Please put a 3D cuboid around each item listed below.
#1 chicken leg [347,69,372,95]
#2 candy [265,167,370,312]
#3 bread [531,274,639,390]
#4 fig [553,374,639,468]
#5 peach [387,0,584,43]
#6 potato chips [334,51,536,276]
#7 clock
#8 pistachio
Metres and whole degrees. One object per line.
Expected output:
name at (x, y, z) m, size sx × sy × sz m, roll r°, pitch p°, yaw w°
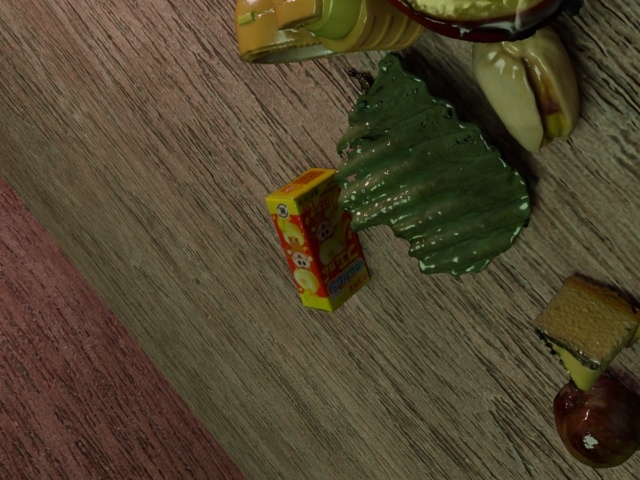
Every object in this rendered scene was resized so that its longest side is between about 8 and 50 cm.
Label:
chicken leg at (0.080, -0.275, 1.157) m, size 0.083 × 0.021 × 0.036 m, roll 52°, pitch 159°, yaw 1°
candy at (0.000, 0.000, 1.373) m, size 0.088 × 0.146 × 0.275 m, roll 8°, pitch 123°, yaw 44°
bread at (0.423, 0.142, 1.038) m, size 0.152 × 0.147 × 0.127 m, roll 41°, pitch 155°, yaw 26°
fig at (0.497, 0.340, 1.127) m, size 0.230 × 0.143 × 0.160 m, roll 55°, pitch -172°, yaw -21°
peach at (0.157, -0.391, 0.790) m, size 0.362 × 0.201 × 0.257 m, roll 24°, pitch 109°, yaw 6°
potato chips at (0.177, -0.106, 1.119) m, size 0.373 × 0.097 × 0.389 m, roll 40°, pitch 148°, yaw 10°
clock at (0.004, -0.365, 0.996) m, size 0.317 × 0.244 × 0.200 m, roll -1°, pitch 99°, yaw 53°
pistachio at (0.287, -0.220, 0.905) m, size 0.200 × 0.117 × 0.145 m, roll 48°, pitch -169°, yaw -31°
